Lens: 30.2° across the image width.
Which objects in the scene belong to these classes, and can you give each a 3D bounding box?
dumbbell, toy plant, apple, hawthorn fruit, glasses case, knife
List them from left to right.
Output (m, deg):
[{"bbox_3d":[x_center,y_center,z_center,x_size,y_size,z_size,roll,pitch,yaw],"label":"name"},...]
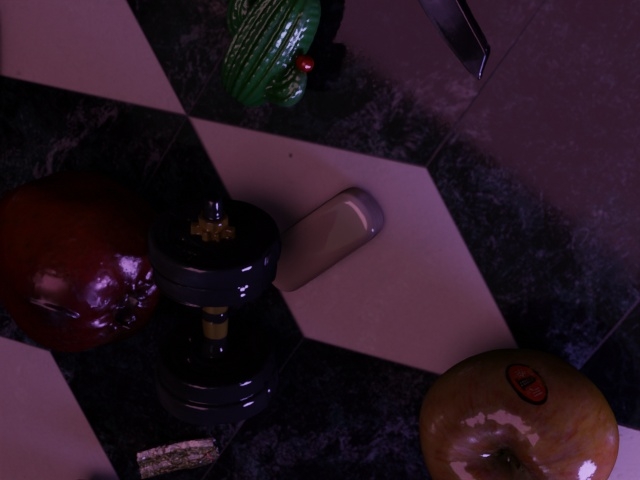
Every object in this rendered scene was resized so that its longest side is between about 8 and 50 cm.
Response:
[{"bbox_3d":[-0.370,0.018,1.756,0.307,0.265,0.265,33,117,30],"label":"hawthorn fruit"},{"bbox_3d":[-0.149,0.102,1.683,0.185,0.185,0.388,16,128,18],"label":"dumbbell"},{"bbox_3d":[-0.064,-0.297,1.616,0.155,0.088,0.240,19,106,33],"label":"toy plant"},{"bbox_3d":[0.000,0.000,1.697,0.196,0.050,0.083,-33,89,28],"label":"glasses case"},{"bbox_3d":[0.157,-0.313,1.552,0.060,0.028,0.230,-24,98,40],"label":"knife"},{"bbox_3d":[0.261,0.260,1.582,0.261,0.194,0.261,7,111,20],"label":"apple"}]

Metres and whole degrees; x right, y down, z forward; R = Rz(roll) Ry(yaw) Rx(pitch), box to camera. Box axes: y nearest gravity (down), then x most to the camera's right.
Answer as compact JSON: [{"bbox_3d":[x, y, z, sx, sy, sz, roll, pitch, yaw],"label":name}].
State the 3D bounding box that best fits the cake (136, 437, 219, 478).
[{"bbox_3d":[-0.231,0.347,1.904,0.140,0.055,0.051,-13,94,24],"label":"cake"}]
